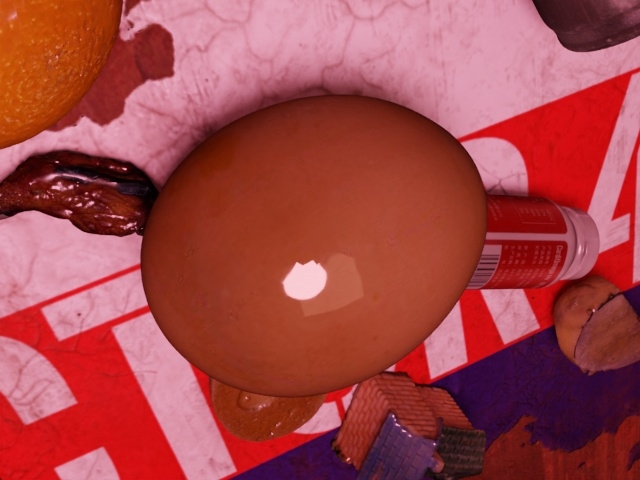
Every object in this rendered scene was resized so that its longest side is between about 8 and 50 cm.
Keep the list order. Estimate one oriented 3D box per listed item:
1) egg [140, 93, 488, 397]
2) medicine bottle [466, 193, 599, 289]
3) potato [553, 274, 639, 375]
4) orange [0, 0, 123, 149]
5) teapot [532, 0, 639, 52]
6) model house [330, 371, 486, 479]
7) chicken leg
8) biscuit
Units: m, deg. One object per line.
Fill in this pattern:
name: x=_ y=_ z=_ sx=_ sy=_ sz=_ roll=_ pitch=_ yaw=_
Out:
egg: x=0.000 y=0.000 z=0.711 sx=0.374 sy=0.301 sz=0.301 roll=-27 pitch=124 yaw=-10
medicine bottle: x=0.250 y=0.002 z=0.928 sx=0.250 sy=0.131 sz=0.131 roll=1 pitch=115 yaw=-25
potato: x=0.455 y=0.143 z=1.113 sx=0.138 sy=0.098 sz=0.243 roll=-47 pitch=130 yaw=9
orange: x=-0.284 y=-0.195 z=0.504 sx=0.274 sy=0.274 sz=0.274 roll=-10 pitch=120 yaw=-19
teapot: x=0.333 y=-0.387 z=0.703 sx=0.321 sy=0.239 sz=0.239 roll=-42 pitch=112 yaw=8
model house: x=0.144 y=0.314 z=1.020 sx=0.183 sy=0.172 sz=0.166 roll=10 pitch=110 yaw=-28
chicken leg: x=-0.286 y=-0.041 z=0.718 sx=0.253 sy=0.051 sz=0.106 roll=-5 pitch=123 yaw=-18
biscuit: x=-0.067 y=0.180 z=0.929 sx=0.181 sy=0.049 sz=0.208 roll=1 pitch=115 yaw=-24
